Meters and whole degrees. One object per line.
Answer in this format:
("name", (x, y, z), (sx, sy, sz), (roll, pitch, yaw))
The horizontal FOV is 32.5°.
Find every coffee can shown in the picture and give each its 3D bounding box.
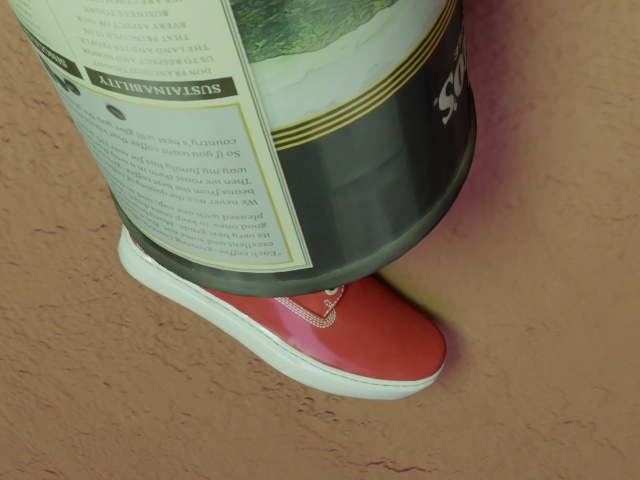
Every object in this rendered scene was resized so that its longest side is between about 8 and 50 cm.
("coffee can", (-0.039, -0.128, 0.483), (0.201, 0.201, 0.275), (3, 148, 13))

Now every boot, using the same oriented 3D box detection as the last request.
("boot", (0.000, 0.000, 0.722), (0.244, 0.088, 0.176), (28, 132, -6))
